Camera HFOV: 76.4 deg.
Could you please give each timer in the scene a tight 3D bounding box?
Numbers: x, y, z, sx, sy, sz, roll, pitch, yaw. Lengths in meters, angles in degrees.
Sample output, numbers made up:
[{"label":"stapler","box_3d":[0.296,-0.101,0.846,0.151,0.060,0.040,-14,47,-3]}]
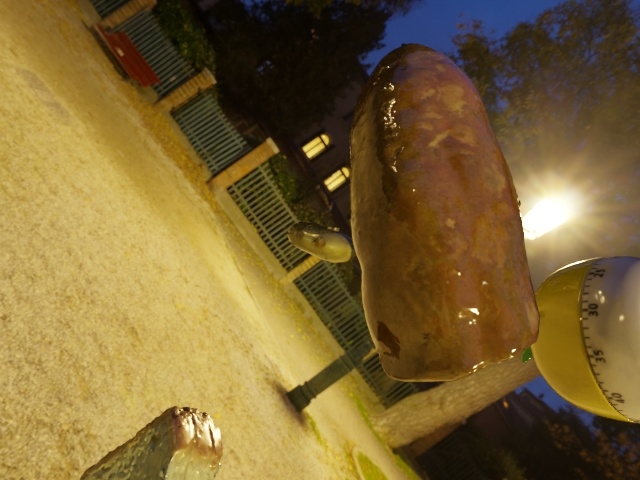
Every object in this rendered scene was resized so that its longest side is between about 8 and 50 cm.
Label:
[{"label":"timer","box_3d":[0.457,0.166,0.706,0.285,0.285,0.285,54,-2,3]}]

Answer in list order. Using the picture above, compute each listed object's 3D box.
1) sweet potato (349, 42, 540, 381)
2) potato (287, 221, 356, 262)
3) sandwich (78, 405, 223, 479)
[{"label":"sweet potato","box_3d":[0.099,-0.063,0.394,0.158,0.158,0.369,62,19,-73]},{"label":"potato","box_3d":[0.000,0.000,0.993,0.188,0.085,0.105,19,4,31]},{"label":"sandwich","box_3d":[-0.211,0.335,0.377,0.099,0.288,0.254,58,-1,-40]}]
